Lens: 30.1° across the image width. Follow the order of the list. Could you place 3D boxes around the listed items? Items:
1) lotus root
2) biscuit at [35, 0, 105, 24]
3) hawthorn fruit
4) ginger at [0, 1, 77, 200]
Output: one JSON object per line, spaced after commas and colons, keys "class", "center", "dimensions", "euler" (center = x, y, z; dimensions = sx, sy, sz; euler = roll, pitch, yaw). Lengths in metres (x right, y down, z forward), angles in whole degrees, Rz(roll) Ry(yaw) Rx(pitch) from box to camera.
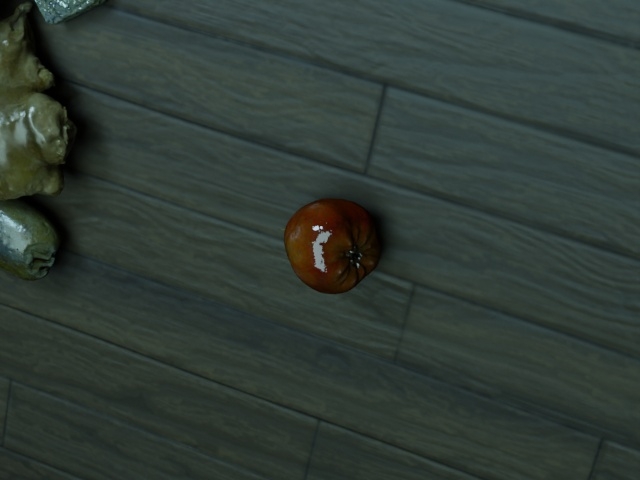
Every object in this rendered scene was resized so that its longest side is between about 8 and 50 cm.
{"class": "lotus root", "center": [-0.455, -0.017, 1.688], "dimensions": [0.192, 0.088, 0.113], "euler": [29, 122, 9]}
{"class": "biscuit", "center": [-0.343, -0.416, 1.533], "dimensions": [0.147, 0.046, 0.250], "euler": [-18, 101, 24]}
{"class": "hawthorn fruit", "center": [0.014, 0.000, 1.510], "dimensions": [0.125, 0.140, 0.125], "euler": [-5, 119, -9]}
{"class": "ginger", "center": [-0.421, -0.180, 1.599], "dimensions": [0.219, 0.123, 0.270], "euler": [21, 113, 16]}
